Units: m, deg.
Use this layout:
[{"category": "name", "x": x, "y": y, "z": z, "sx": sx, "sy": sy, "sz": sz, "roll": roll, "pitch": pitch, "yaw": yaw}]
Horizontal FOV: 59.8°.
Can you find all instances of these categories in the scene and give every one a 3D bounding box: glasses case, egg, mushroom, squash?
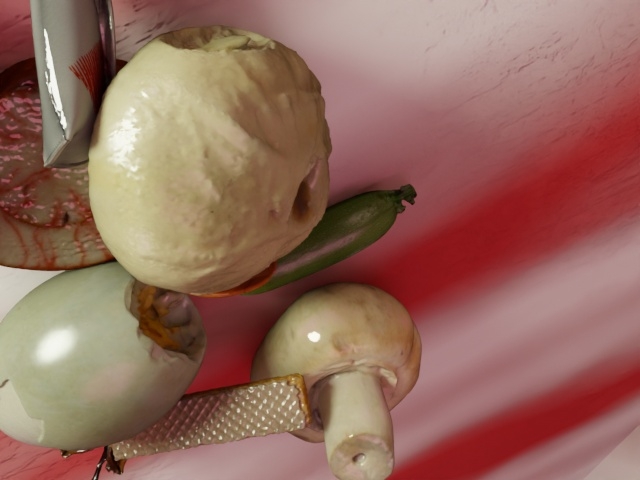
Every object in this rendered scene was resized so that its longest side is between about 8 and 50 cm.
[{"category": "glasses case", "x": -0.262, "y": -0.235, "z": 0.593, "sx": 0.083, "sy": 0.128, "sz": 0.307, "roll": -5, "pitch": 95, "yaw": -27}, {"category": "egg", "x": -0.363, "y": 0.188, "z": 0.875, "sx": 0.336, "sy": 0.278, "sz": 0.278, "roll": -33, "pitch": 131, "yaw": 7}, {"category": "mushroom", "x": 0.026, "y": 0.248, "z": 1.079, "sx": 0.353, "sy": 0.353, "sz": 0.325, "roll": -24, "pitch": 98, "yaw": -2}, {"category": "squash", "x": 0.000, "y": 0.000, "z": 0.989, "sx": 0.379, "sy": 0.101, "sz": 0.101, "roll": -26, "pitch": 131, "yaw": -3}]

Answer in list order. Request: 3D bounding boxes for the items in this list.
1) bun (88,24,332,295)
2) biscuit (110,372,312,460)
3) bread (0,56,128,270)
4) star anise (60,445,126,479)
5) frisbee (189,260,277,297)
[{"category": "bun", "x": -0.099, "y": -0.088, "z": 0.705, "sx": 0.364, "sy": 0.202, "sz": 0.364, "roll": -47, "pitch": 147, "yaw": -46}, {"category": "biscuit", "x": -0.203, "y": 0.306, "z": 0.966, "sx": 0.379, "sy": 0.094, "sz": 0.054, "roll": -12, "pitch": 176, "yaw": 8}, {"category": "bread", "x": -0.360, "y": -0.100, "z": 0.759, "sx": 0.328, "sy": 0.114, "sz": 0.295, "roll": -11, "pitch": 129, "yaw": -15}, {"category": "star anise", "x": -0.396, "y": 0.333, "z": 1.079, "sx": 0.220, "sy": 0.126, "sz": 0.190, "roll": -31, "pitch": 120, "yaw": -13}, {"category": "frisbee", "x": -0.164, "y": 0.024, "z": 0.881, "sx": 0.192, "sy": 0.192, "sz": 0.035, "roll": -4, "pitch": 122, "yaw": -18}]
